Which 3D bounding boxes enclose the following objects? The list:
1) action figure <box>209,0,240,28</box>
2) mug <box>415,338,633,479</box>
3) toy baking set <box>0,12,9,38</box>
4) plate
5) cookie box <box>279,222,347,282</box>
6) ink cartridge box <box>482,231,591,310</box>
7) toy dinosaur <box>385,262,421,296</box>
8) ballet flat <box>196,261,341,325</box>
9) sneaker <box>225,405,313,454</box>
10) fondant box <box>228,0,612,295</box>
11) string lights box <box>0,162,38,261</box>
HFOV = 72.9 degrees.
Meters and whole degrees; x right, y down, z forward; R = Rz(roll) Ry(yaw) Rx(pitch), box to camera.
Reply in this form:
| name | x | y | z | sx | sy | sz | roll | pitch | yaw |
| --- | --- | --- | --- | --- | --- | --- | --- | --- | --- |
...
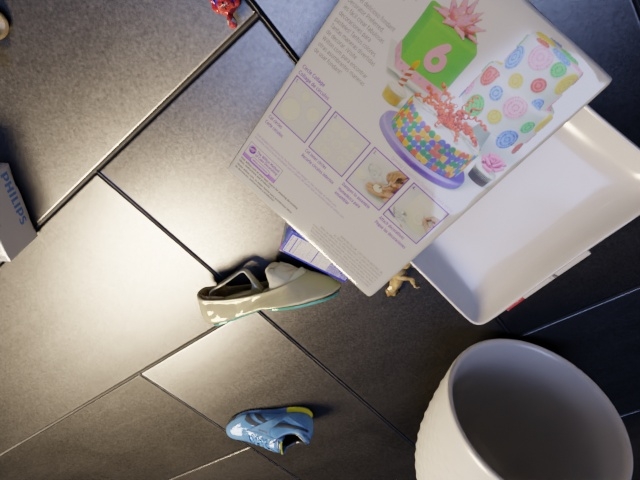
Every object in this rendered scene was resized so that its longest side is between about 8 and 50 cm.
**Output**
| name | x | y | z | sx | sy | sz | roll | pitch | yaw |
| --- | --- | --- | --- | --- | --- | --- | --- | --- | --- |
| action figure | -0.118 | -0.290 | 0.471 | 0.038 | 0.030 | 0.115 | -17 | 124 | 10 |
| mug | 0.351 | 0.371 | 0.780 | 0.374 | 0.276 | 0.328 | -13 | 135 | -24 |
| toy baking set | -0.460 | -0.240 | 0.440 | 0.256 | 0.030 | 0.196 | -33 | 138 | -24 |
| plate | 0.202 | -0.070 | 0.541 | 0.278 | 0.045 | 0.277 | 45 | 119 | 4 |
| cookie box | 0.000 | 0.000 | 0.627 | 0.107 | 0.092 | 0.040 | 27 | 119 | -14 |
| ink cartridge box | 0.287 | 0.018 | 0.611 | 0.056 | 0.099 | 0.135 | 32 | 122 | -20 |
| toy dinosaur | 0.113 | 0.027 | 0.661 | 0.093 | 0.053 | 0.183 | -14 | 123 | 16 |
| ballet flat | -0.092 | 0.078 | 0.702 | 0.249 | 0.086 | 0.086 | -17 | 122 | 16 |
| sneaker | -0.116 | 0.416 | 0.936 | 0.209 | 0.082 | 0.069 | -12 | 125 | 14 |
| fondant box | 0.082 | -0.129 | 0.485 | 0.238 | 0.096 | 0.330 | 42 | 121 | -1 |
| string lights box | -0.589 | -0.048 | 0.646 | 0.260 | 0.076 | 0.133 | 3 | 124 | 2 |
